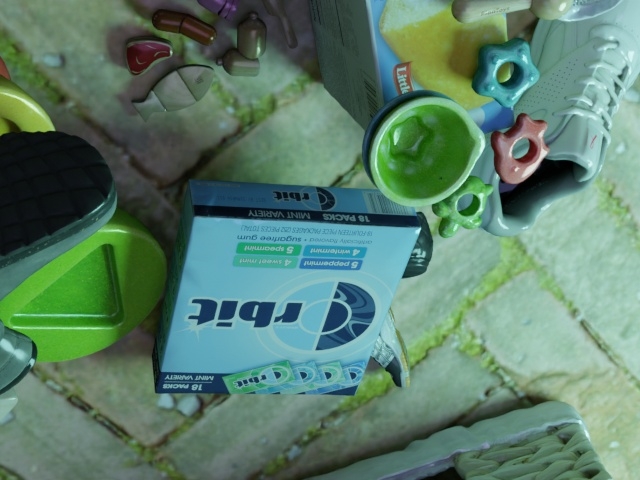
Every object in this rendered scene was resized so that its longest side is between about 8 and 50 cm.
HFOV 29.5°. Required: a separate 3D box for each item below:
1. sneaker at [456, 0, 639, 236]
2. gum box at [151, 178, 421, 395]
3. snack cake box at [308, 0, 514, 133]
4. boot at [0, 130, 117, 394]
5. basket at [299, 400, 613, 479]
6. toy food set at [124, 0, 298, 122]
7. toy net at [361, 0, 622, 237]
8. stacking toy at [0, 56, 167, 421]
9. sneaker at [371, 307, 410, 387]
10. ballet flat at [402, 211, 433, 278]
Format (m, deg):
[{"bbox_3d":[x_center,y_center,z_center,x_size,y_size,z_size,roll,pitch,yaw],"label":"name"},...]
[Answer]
[{"bbox_3d":[0.183,-0.092,0.866,0.090,0.115,0.232,28,104,-25],"label":"sneaker"},{"bbox_3d":[-0.030,0.039,0.868,0.157,0.041,0.184,2,134,-16],"label":"gum box"},{"bbox_3d":[0.042,-0.204,0.757,0.089,0.152,0.264,-15,117,-9],"label":"snack cake box"},{"bbox_3d":[-0.214,0.036,0.740,0.247,0.083,0.161,-27,149,3],"label":"boot"},{"bbox_3d":[0.120,0.360,0.976,0.328,0.266,0.331,-17,115,-6],"label":"basket"},{"bbox_3d":[-0.082,-0.137,0.830,0.122,0.019,0.078,-21,118,4],"label":"toy food set"},{"bbox_3d":[0.126,-0.106,0.715,0.122,0.045,0.232,37,98,-28],"label":"toy net"},{"bbox_3d":[-0.274,0.007,0.824,0.309,0.130,0.279,-40,144,8],"label":"stacking toy"},{"bbox_3d":[0.047,0.083,0.962,0.037,0.032,0.083,-18,113,9],"label":"sneaker"},{"bbox_3d":[0.000,0.000,0.908,0.173,0.049,0.057,4,156,-15],"label":"ballet flat"}]
